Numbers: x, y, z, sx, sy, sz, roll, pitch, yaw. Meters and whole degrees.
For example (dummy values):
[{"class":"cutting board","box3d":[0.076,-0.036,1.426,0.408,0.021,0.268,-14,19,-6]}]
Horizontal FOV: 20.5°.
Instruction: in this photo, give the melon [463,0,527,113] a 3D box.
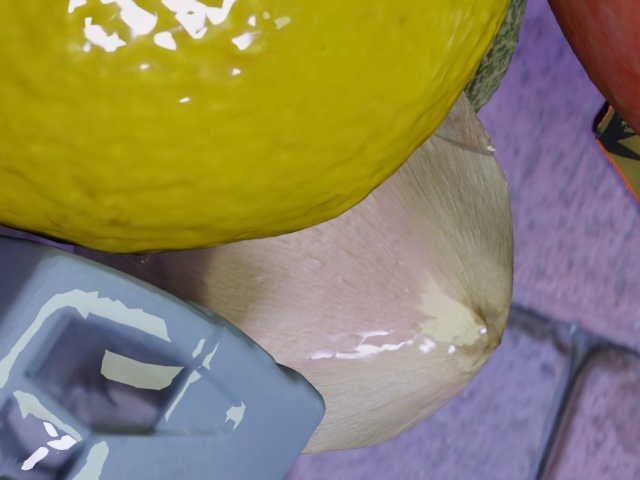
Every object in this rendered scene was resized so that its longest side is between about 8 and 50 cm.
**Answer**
[{"class":"melon","box3d":[0.055,-0.113,0.788,0.054,0.098,0.182,-29,126,-24]}]

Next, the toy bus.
[{"class":"toy bus","box3d":[-0.132,0.147,0.529,0.136,0.109,0.330,46,64,-34]}]

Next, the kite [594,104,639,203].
[{"class":"kite","box3d":[0.263,-0.108,1.096,0.327,0.013,0.378,-25,123,-41]}]

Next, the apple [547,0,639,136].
[{"class":"apple","box3d":[0.270,-0.187,0.810,0.364,0.364,0.364,-22,121,-43]}]

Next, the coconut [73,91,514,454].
[{"class":"coconut","box3d":[0.000,0.000,0.698,0.171,0.183,0.171,-28,128,-43]}]

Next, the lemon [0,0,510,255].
[{"class":"lemon","box3d":[-0.057,-0.139,0.530,0.245,0.245,0.320,-29,127,-39]}]
